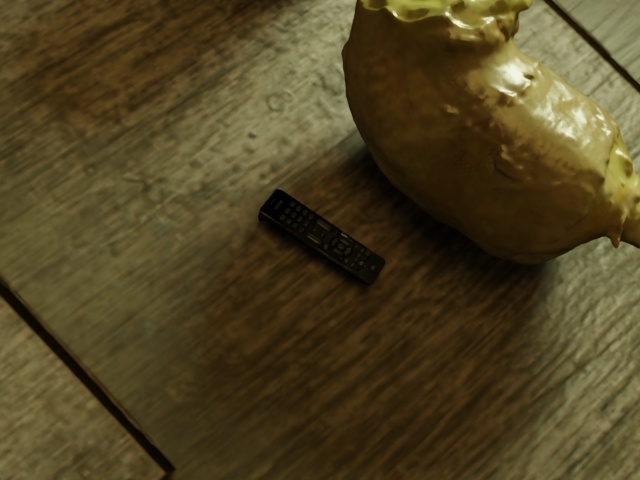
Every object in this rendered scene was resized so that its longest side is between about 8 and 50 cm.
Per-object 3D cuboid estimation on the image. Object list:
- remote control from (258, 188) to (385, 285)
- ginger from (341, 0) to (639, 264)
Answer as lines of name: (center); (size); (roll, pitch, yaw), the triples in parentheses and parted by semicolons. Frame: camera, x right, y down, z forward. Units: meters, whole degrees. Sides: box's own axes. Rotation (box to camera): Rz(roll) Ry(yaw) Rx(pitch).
remote control: (0.000, 0.000, 1.048); (0.091, 0.016, 0.034); (33, 42, 2)
ginger: (0.113, -0.082, 1.057); (0.267, 0.152, 0.138); (52, 32, -6)
